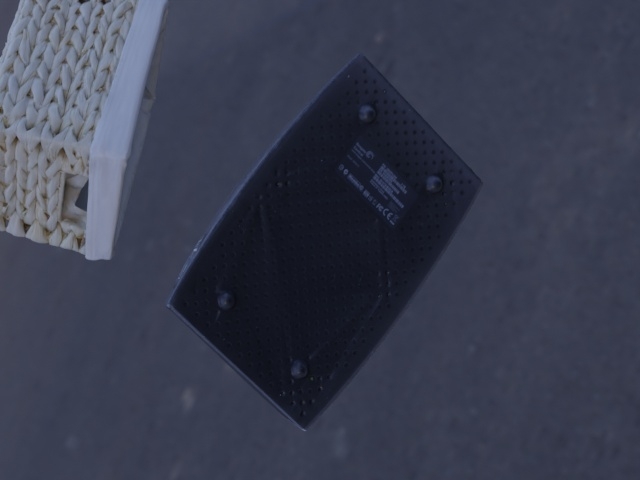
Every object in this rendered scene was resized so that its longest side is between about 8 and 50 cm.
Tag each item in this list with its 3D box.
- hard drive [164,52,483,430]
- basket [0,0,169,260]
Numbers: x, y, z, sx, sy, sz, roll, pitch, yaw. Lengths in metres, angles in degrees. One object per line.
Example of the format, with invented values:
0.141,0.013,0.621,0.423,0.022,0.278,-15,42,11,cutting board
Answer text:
0.000,0.000,1.499,0.255,0.172,0.054,-54,24,-19,hard drive
-0.172,-0.087,1.326,0.113,0.103,0.167,105,176,-48,basket
